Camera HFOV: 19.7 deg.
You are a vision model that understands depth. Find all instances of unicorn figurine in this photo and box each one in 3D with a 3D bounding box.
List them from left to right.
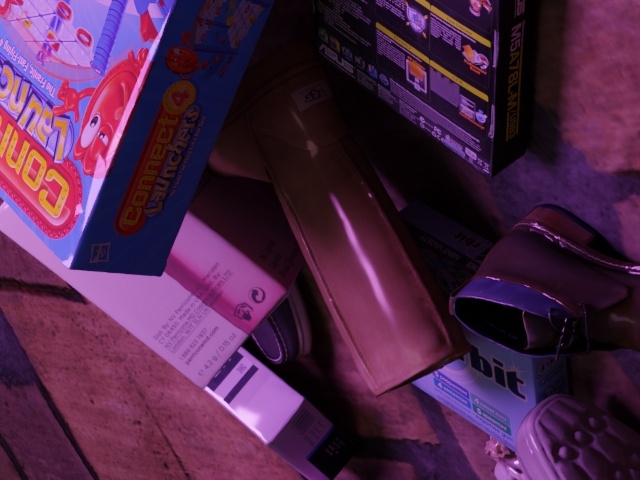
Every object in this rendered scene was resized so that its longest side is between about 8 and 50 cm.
[{"bbox_3d":[0.188,0.230,1.554,0.162,0.060,0.111,68,156,8],"label":"unicorn figurine"}]

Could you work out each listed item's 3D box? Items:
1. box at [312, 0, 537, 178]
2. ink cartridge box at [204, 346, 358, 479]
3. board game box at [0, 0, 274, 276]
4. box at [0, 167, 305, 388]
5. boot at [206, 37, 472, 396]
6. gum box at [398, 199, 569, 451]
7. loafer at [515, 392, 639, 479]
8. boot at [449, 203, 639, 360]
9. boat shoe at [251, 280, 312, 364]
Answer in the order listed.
[{"bbox_3d":[0.067,-0.161,1.281,0.190,0.045,0.184,38,148,31],"label":"box"},{"bbox_3d":[-0.118,0.112,1.840,0.332,0.065,0.165,36,174,29],"label":"ink cartridge box"},{"bbox_3d":[-0.176,-0.179,1.390,0.308,0.086,0.302,41,115,41],"label":"board game box"},{"bbox_3d":[-0.137,-0.011,1.578,0.232,0.148,0.127,39,112,-5],"label":"box"},{"bbox_3d":[0.000,0.000,1.467,0.270,0.089,0.236,63,162,6],"label":"boot"},{"bbox_3d":[0.128,0.076,1.470,0.157,0.041,0.184,32,147,40],"label":"gum box"},{"bbox_3d":[0.253,0.258,1.406,0.319,0.112,0.111,52,146,2],"label":"loafer"},{"bbox_3d":[0.193,0.062,1.270,0.219,0.106,0.082,32,147,39],"label":"boot"},{"bbox_3d":[-0.104,0.002,1.711,0.103,0.092,0.285,6,126,60],"label":"boat shoe"}]
